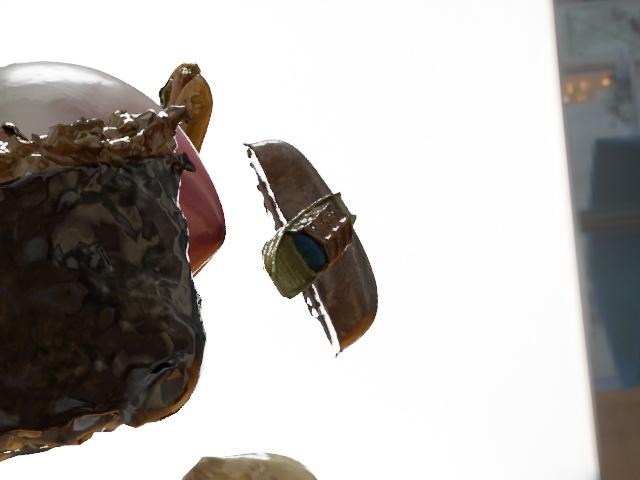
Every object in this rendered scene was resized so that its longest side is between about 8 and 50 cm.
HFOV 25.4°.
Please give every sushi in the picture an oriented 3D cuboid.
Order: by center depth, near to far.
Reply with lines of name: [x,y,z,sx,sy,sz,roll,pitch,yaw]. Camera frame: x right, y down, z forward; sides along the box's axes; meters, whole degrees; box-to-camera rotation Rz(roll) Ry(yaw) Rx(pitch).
sushi: [-0.241,0.044,0.839,0.234,0.349,0.207,166,92,-67]

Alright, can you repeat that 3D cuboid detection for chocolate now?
chocolate: [0.000,-0.002,1.602,0.161,0.083,0.261,126,120,-83]

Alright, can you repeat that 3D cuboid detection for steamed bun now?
steamed bun: [-0.229,-0.023,1.379,0.309,0.309,0.309,-6,-90,-86]

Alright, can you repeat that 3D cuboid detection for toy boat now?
toy boat: [-0.011,0.006,1.366,0.065,0.066,0.172,58,-143,-12]

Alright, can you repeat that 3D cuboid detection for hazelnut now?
hazelnut: [-0.106,0.380,1.798,0.241,0.261,0.261,64,-174,-5]

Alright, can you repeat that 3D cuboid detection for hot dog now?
hot dog: [-0.210,-0.145,2.021,0.249,0.068,0.100,110,146,-40]
